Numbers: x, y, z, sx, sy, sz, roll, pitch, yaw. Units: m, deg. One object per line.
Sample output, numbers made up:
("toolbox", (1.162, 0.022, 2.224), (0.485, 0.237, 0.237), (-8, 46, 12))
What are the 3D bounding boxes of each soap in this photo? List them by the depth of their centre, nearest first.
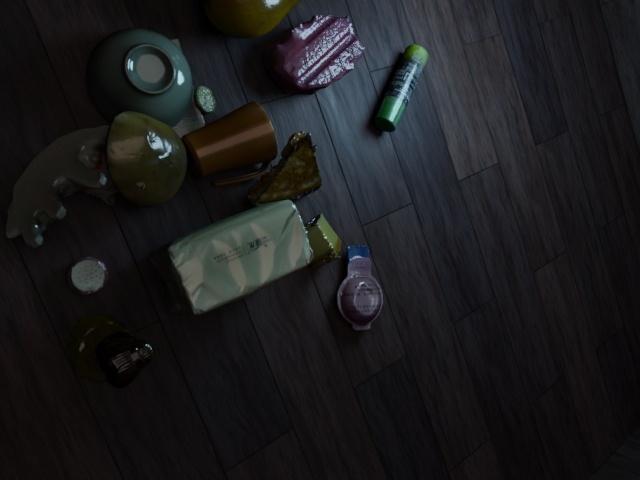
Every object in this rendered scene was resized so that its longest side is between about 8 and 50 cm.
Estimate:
("soap", (-0.021, -0.598, 1.687), (0.325, 0.127, 0.220), (-45, 108, -22))

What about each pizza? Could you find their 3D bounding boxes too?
("pizza", (-0.116, -0.201, 1.574), (0.251, 0.288, 0.074), (-32, 62, -12))

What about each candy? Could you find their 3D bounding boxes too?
("candy", (-0.616, 0.093, 1.372), (0.103, 0.043, 0.103), (0, 90, -29))

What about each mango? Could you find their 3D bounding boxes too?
("mango", (-0.194, -0.761, 1.554), (0.378, 0.221, 0.264), (-39, 101, -35))

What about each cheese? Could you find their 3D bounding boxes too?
("cheese", (0.136, 0.161, 1.769), (0.188, 0.074, 0.286), (-2, 85, -30))

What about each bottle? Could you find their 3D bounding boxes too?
("bottle", (0.291, -0.550, 1.877), (0.093, 0.093, 0.330), (32, 73, -24))

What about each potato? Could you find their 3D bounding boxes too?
("potato", (-0.429, -0.201, 1.351), (0.115, 0.299, 0.239), (7, 74, 16))

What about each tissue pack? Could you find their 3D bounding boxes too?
("tissue pack", (-0.250, 0.046, 1.435), (0.380, 0.297, 0.207), (-24, 97, -26))

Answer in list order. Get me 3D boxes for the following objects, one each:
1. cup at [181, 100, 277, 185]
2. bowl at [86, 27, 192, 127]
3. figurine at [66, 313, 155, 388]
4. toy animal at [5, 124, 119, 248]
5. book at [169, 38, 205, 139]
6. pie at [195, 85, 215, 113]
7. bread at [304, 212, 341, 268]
("cup", (-0.258, -0.270, 1.535), (0.263, 0.182, 0.226), (-25, 131, -20))
("bowl", (-0.470, -0.444, 1.394), (0.288, 0.146, 0.290), (0, 89, -27))
("figurine", (-0.515, 0.283, 1.263), (0.167, 0.315, 0.188), (0, 87, -29))
("toy animal", (-0.631, -0.114, 1.315), (0.265, 0.188, 0.308), (0, 75, 2))
("book", (-0.465, -0.420, 1.492), (0.214, 0.025, 0.283), (-23, 100, -27))
("pie", (-0.342, -0.418, 1.548), (0.085, 0.017, 0.085), (20, 65, -51))
("bread", (0.000, 0.000, 1.709), (0.147, 0.127, 0.152), (57, 31, -12))
